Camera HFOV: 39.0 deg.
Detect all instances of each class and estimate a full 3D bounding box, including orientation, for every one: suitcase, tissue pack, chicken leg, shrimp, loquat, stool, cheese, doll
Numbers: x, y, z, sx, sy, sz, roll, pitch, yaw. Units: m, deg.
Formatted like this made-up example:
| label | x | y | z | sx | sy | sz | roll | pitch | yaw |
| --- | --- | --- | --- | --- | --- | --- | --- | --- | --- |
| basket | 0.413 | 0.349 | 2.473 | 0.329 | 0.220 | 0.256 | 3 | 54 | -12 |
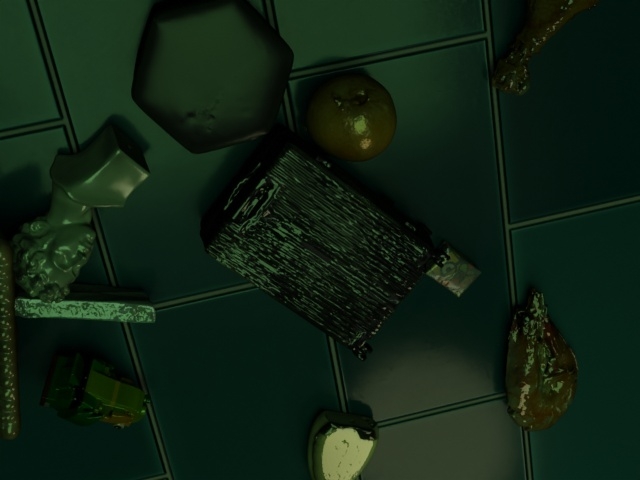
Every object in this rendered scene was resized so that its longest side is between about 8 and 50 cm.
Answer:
| label | x | y | z | sx | sy | sz | roll | pitch | yaw |
| --- | --- | --- | --- | --- | --- | --- | --- | --- | --- |
| suitcase | 0.000 | 0.000 | 1.428 | 0.335 | 0.152 | 0.230 | 35 | 101 | -18 |
| tissue pack | 0.225 | 0.050 | 1.546 | 0.083 | 0.035 | 0.063 | 34 | 103 | -20 |
| chicken leg | 0.341 | -0.334 | 1.380 | 0.087 | 0.107 | 0.252 | 14 | 118 | -33 |
| shrimp | 0.399 | 0.214 | 1.635 | 0.154 | 0.062 | 0.295 | -17 | 117 | -16 |
| loquat | 0.045 | -0.186 | 1.363 | 0.141 | 0.141 | 0.141 | -3 | 112 | -9 |
| stool | -0.156 | -0.247 | 1.301 | 0.232 | 0.141 | 0.232 | -3 | 112 | -8 |
| cheese | 0.019 | 0.429 | 1.655 | 0.127 | 0.054 | 0.252 | 12 | 110 | -15 |
| doll | -0.367 | 0.248 | 1.479 | 0.134 | 0.106 | 0.186 | -22 | 138 | 34 |

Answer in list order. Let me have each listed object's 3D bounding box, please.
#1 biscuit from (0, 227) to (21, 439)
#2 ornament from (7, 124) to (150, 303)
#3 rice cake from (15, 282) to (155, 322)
| label | x | y | z | sx | sy | sz | roll | pitch | yaw |
| --- | --- | --- | --- | --- | --- | --- | --- | --- | --- |
| biscuit | -0.493 | 0.116 | 1.359 | 0.044 | 0.217 | 0.325 | -8 | 113 | -30 |
| ornament | -0.374 | -0.045 | 1.363 | 0.120 | 0.130 | 0.285 | 27 | 98 | -36 |
| rice cake | -0.376 | 0.098 | 1.434 | 0.226 | 0.085 | 0.040 | 5 | 107 | -13 |
